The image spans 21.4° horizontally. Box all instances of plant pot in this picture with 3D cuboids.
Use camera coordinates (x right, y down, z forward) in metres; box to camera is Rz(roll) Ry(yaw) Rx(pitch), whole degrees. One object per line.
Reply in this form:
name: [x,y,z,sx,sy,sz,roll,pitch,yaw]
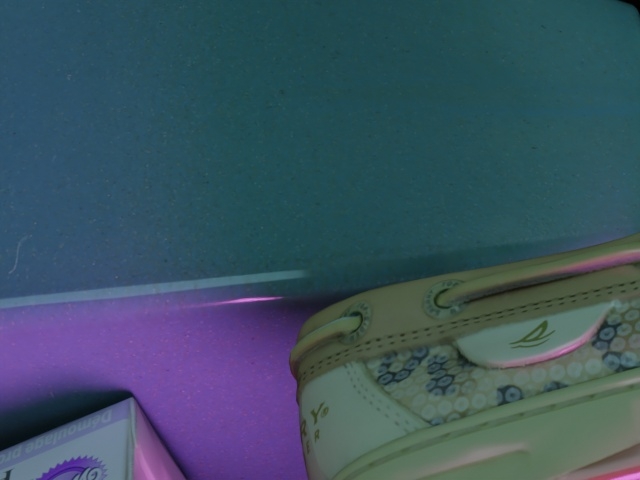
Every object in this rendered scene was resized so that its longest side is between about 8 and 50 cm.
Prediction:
plant pot: [0.000,0.000,0.587,0.234,0.165,0.165,-5,53,2]

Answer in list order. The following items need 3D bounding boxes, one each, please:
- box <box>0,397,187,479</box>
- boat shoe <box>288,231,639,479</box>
box: [-0.187,0.147,0.529,0.324,0.067,0.063,-23,31,11]
boat shoe: [0.130,0.017,0.414,0.285,0.104,0.089,-15,54,3]
